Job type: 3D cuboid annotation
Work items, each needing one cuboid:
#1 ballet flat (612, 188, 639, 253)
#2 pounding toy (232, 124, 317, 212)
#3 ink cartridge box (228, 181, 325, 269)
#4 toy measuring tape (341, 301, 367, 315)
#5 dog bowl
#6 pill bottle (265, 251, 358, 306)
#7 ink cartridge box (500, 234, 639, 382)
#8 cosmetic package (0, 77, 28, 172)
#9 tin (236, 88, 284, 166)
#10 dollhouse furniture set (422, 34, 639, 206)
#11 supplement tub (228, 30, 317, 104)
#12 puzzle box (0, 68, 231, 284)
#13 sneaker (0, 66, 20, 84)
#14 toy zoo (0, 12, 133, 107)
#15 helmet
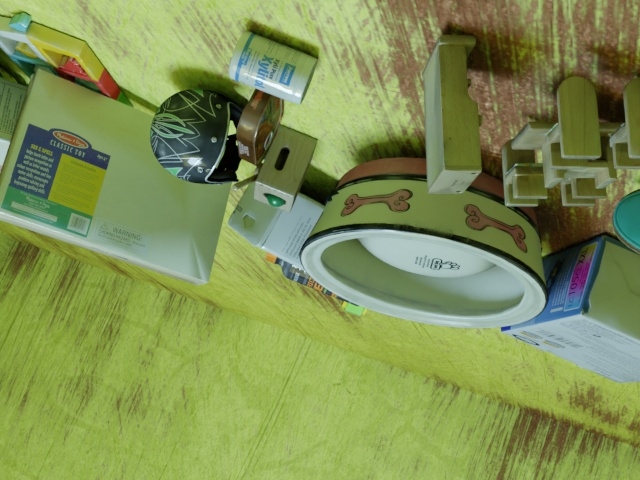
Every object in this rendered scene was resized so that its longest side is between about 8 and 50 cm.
[{"bbox_3d":[0.551,-0.010,1.183,0.342,0.116,0.124,3,176,43],"label":"ballet flat"},{"bbox_3d":[-0.079,-0.116,1.594,0.100,0.141,0.130,22,166,0],"label":"pounding toy"},{"bbox_3d":[0.000,0.000,1.837,0.307,0.129,0.223,28,-178,-26],"label":"ink cartridge box"},{"bbox_3d":[0.092,0.142,2.364,0.121,0.121,0.330,22,166,0],"label":"toy measuring tape"},{"bbox_3d":[0.178,0.006,1.543,0.408,0.150,0.408,12,158,5],"label":"dog bowl"},{"bbox_3d":[0.001,0.048,2.111,0.245,0.130,0.130,22,166,1],"label":"pill bottle"},{"bbox_3d":[0.505,0.138,1.663,0.270,0.151,0.395,24,164,-6],"label":"ink cartridge box"},{"bbox_3d":[-0.584,-0.201,1.708,0.296,0.153,0.129,17,139,-23],"label":"cosmetic package"},{"bbox_3d":[-0.092,-0.183,1.442,0.040,0.106,0.190,28,166,5],"label":"tin"},{"bbox_3d":[0.252,-0.145,1.104,0.242,0.161,0.212,0,167,-5],"label":"dollhouse furniture set"},{"bbox_3d":[-0.065,-0.236,1.272,0.107,0.071,0.071,21,166,1],"label":"supplement tub"},{"bbox_3d":[-0.360,-0.107,1.682,0.409,0.272,0.052,22,160,-27],"label":"puzzle box"},{"bbox_3d":[-0.667,-0.293,1.799,0.147,0.145,0.384,8,163,40],"label":"sneaker"},{"bbox_3d":[-0.467,-0.314,1.652,0.192,0.030,0.293,18,166,13],"label":"toy zoo"},{"bbox_3d":[-0.198,-0.170,1.525,0.169,0.169,0.161,12,180,33],"label":"helmet"}]
